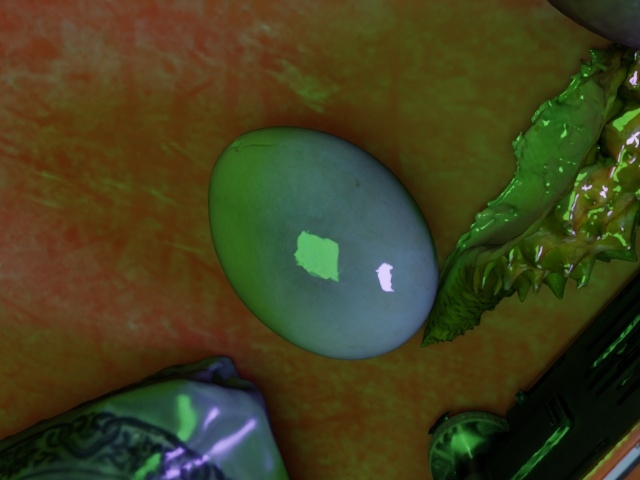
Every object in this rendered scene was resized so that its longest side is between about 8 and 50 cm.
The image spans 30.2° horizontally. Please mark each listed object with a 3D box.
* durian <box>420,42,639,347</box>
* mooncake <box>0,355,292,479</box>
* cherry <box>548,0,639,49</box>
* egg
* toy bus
[{"bbox_3d":[0.136,-0.007,0.671,0.078,0.140,0.224,27,122,-12],"label":"durian"},{"bbox_3d":[-0.118,0.223,0.726,0.255,0.136,0.250,-22,92,11],"label":"mooncake"},{"bbox_3d":[0.209,-0.202,0.513,0.261,0.221,0.307,8,116,5],"label":"cherry"},{"bbox_3d":[0.000,0.000,0.680,0.114,0.114,0.152,-42,88,13],"label":"egg"},{"bbox_3d":[0.197,0.096,0.657,0.153,0.143,0.329,38,102,-9],"label":"toy bus"}]
